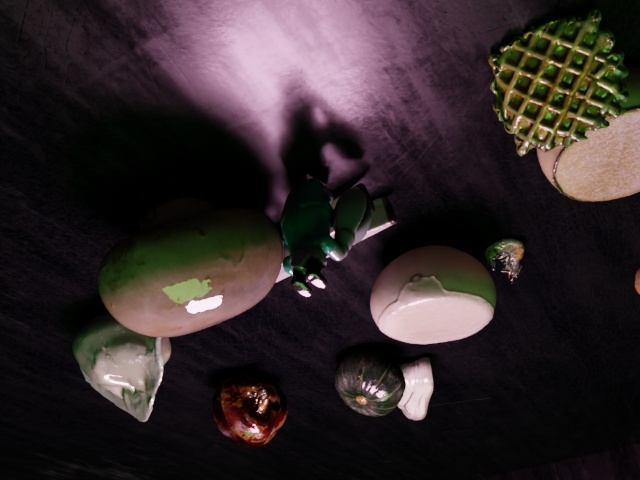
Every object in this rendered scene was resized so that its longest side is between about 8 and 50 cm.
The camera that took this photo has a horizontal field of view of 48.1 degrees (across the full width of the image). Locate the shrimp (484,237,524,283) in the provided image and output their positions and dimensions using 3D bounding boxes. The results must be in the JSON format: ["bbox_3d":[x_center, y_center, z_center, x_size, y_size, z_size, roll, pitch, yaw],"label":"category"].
[{"bbox_3d":[0.436,0.045,1.694,0.091,0.034,0.161,-2,141,16],"label":"shrimp"}]

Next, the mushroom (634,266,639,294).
[{"bbox_3d":[0.953,0.112,1.782,0.349,0.128,0.128,7,144,-10],"label":"mushroom"}]

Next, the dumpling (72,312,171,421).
[{"bbox_3d":[-0.472,0.283,1.781,0.270,0.212,0.321,37,156,3],"label":"dumpling"}]

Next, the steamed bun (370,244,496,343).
[{"bbox_3d":[0.252,0.113,1.631,0.282,0.177,0.283,-1,148,-1],"label":"steamed bun"}]

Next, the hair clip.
[{"bbox_3d":[-0.005,-0.003,1.501,0.330,0.085,0.101,-31,158,27],"label":"hair clip"}]

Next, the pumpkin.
[{"bbox_3d":[0.143,0.407,2.059,0.211,0.152,0.212,21,142,17],"label":"pumpkin"}]

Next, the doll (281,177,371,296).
[{"bbox_3d":[-0.016,0.004,1.354,0.195,0.258,0.153,-6,139,43],"label":"doll"}]

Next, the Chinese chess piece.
[{"bbox_3d":[0.528,-0.184,1.291,0.269,0.112,0.270,-4,146,-3],"label":"Chinese chess piece"}]

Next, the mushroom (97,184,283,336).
[{"bbox_3d":[-0.255,0.024,1.394,0.362,0.295,0.362,-21,172,-3],"label":"mushroom"}]

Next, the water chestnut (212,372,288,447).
[{"bbox_3d":[-0.199,0.489,2.096,0.223,0.224,0.238,17,133,-29],"label":"water chestnut"}]

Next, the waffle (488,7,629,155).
[{"bbox_3d":[0.382,-0.250,1.158,0.214,0.054,0.208,-17,105,25],"label":"waffle"}]

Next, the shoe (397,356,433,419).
[{"bbox_3d":[0.250,0.464,2.209,0.159,0.124,0.316,-1,140,-7],"label":"shoe"}]
